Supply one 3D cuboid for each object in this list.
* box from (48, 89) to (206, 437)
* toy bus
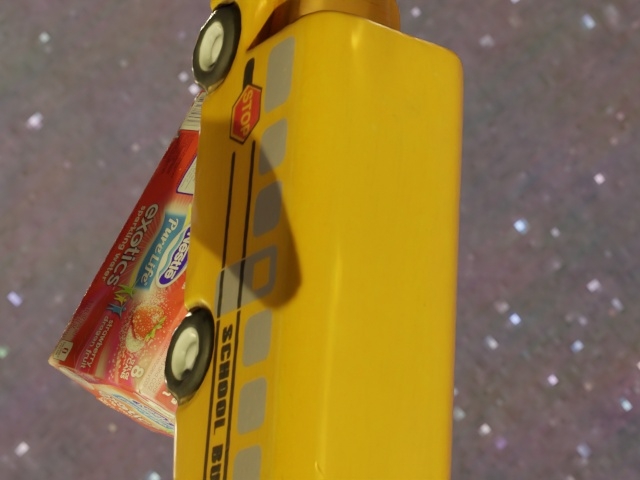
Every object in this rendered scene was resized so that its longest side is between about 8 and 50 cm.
[{"bbox_3d":[-0.075,0.022,1.338,0.128,0.122,0.257,9,-114,50],"label":"box"},{"bbox_3d":[0.000,0.000,0.908,0.130,0.108,0.333,-27,-127,53],"label":"toy bus"}]
